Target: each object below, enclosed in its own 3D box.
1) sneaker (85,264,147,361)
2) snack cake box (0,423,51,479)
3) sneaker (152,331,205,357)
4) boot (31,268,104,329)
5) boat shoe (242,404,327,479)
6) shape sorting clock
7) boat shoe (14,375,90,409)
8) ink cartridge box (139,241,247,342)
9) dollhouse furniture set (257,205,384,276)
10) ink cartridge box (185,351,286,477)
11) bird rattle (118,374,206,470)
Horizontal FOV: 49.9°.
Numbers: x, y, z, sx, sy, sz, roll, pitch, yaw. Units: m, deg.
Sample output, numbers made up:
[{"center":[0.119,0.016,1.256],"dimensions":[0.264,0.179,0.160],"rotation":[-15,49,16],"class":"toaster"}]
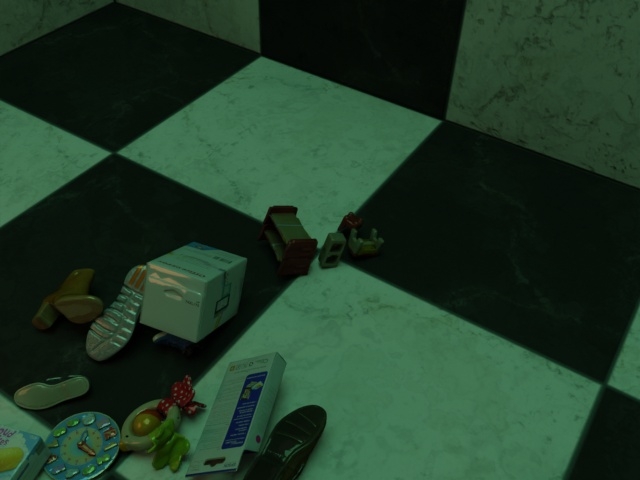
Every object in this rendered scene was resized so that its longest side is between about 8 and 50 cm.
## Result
[{"center":[-0.576,0.228,2.099],"dimensions":[0.124,0.180,0.321],"rotation":[34,83,8],"class":"sneaker"},{"center":[-0.846,0.548,1.746],"dimensions":[0.264,0.089,0.152],"rotation":[10,46,16],"class":"snack cake box"},{"center":[-0.416,0.308,2.038],"dimensions":[0.152,0.058,0.085],"rotation":[-6,67,-23],"class":"sneaker"},{"center":[-0.738,0.157,2.104],"dimensions":[0.295,0.104,0.211],"rotation":[-17,32,28],"class":"boot"},{"center":[-0.090,0.558,1.777],"dimensions":[0.110,0.105,0.307],"rotation":[22,48,32],"class":"boat shoe"},{"center":[-0.630,0.542,1.812],"dimensions":[0.206,0.040,0.206],"rotation":[1,43,-1],"class":"shape sorting clock"},{"center":[-0.749,0.424,1.936],"dimensions":[0.206,0.075,0.065],"rotation":[-12,2,-7],"class":"boat shoe"},{"center":[-0.377,0.147,2.059],"dimensions":[0.198,0.197,0.270],"rotation":[17,17,15],"class":"ink cartridge box"},{"center":[0.000,0.000,2.371],"dimensions":[0.374,0.152,0.201],"rotation":[0,40,-28],"class":"dollhouse furniture set"},{"center":[-0.218,0.469,1.831],"dimensions":[0.175,0.069,0.371],"rotation":[-18,32,30],"class":"ink cartridge box"},{"center":[-0.433,0.477,1.836],"dimensions":[0.206,0.143,0.254],"rotation":[-10,39,10],"class":"bird rattle"}]
